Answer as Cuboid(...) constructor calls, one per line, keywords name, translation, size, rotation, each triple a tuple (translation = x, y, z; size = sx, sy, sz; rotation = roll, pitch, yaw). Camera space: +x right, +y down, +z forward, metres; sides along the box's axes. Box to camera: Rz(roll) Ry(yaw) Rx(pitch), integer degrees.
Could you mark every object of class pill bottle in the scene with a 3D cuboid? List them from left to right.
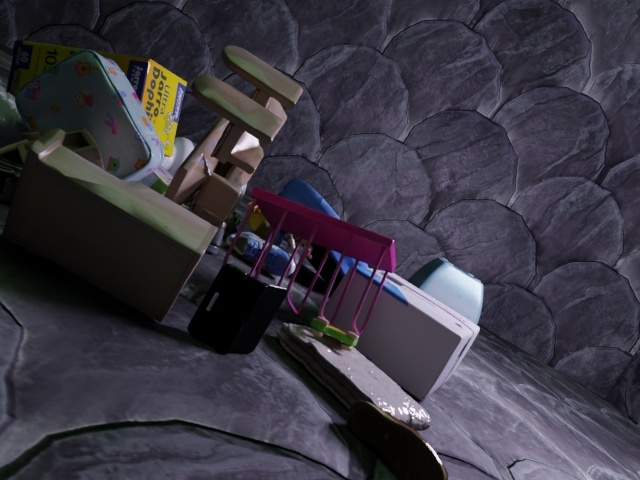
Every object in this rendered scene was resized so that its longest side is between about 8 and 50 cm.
Cuboid(name="pill bottle", translation=(-0.393, -0.204, 1.964), size=(0.318, 0.176, 0.176), rotation=(25, 8, -42))

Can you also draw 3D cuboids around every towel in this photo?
Cuboid(name="towel", translation=(0.057, 0.237, 1.156), size=(0.282, 0.049, 0.187), rotation=(36, 9, 39))

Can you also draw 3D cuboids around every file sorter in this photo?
Cuboid(name="file sorter", translation=(-0.020, 0.054, 1.296), size=(0.291, 0.182, 0.202), rotation=(21, -13, 13))

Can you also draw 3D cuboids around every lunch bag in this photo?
Cuboid(name="lunch bag", translation=(-0.472, -0.229, 1.326), size=(0.279, 0.224, 0.108), rotation=(60, 9, -2))

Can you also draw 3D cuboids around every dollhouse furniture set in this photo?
Cuboid(name="dollhouse furniture set", translation=(-0.260, -0.102, 1.036), size=(0.256, 0.362, 0.394), rotation=(32, 36, -8))

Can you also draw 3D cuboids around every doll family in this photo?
Cuboid(name="doll family", translation=(-0.135, -0.033, 1.766), size=(0.263, 0.163, 0.118), rotation=(40, 5, 28))

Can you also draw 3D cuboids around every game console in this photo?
Cuboid(name="game console", translation=(-0.125, 0.106, 0.991), size=(0.107, 0.122, 0.071), rotation=(30, 5, -3))

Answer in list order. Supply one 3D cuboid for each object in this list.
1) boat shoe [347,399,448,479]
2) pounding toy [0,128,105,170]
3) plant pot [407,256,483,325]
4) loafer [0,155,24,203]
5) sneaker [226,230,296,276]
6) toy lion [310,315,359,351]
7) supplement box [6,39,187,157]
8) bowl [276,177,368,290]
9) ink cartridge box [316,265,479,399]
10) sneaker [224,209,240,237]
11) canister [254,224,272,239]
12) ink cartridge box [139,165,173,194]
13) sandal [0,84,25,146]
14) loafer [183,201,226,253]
Cuboid(name="boat shoe", translation=(0.117, 0.290, 0.933), size=(0.178, 0.064, 0.060), rotation=(33, 8, 41))
Cuboid(name="pounding toy", translation=(-0.512, -0.138, 1.210), size=(0.181, 0.094, 0.206), rotation=(-19, 30, -22))
Cuboid(name="plant pot", translation=(0.399, 0.200, 2.152), size=(0.248, 0.252, 0.247), rotation=(31, 5, -2))
Cuboid(name="loafer", translation=(-0.501, -0.088, 1.042), size=(0.223, 0.076, 0.078), rotation=(33, 34, -34))
Cuboid(name="sneaker", translation=(-0.156, 0.038, 1.674), size=(0.211, 0.080, 0.081), rotation=(23, 8, 29))
Cuboid(name="toy lion", translation=(0.025, 0.170, 1.207), size=(0.100, 0.034, 0.096), rotation=(28, -3, -10))
Cuboid(name="supplement box", translation=(-0.533, -0.333, 1.546), size=(0.357, 0.194, 0.195), rotation=(11, 1, 13))
Cuboid(name="bowl", translation=(0.000, 0.000, 1.910), size=(0.391, 0.077, 0.391), rotation=(52, -12, 16))
Cuboid(name="ink cartridge box", translation=(0.200, 0.205, 1.543), size=(0.285, 0.166, 0.395), rotation=(33, 6, 18))
Cuboid(name="sneaker", translation=(-0.254, -0.052, 1.893), size=(0.066, 0.071, 0.188), rotation=(30, 6, -4))
Cuboid(name="canister", translation=(-0.179, -0.046, 1.956), size=(0.073, 0.126, 0.170), rotation=(30, 8, -6))
Cuboid(name="ink cartridge box", translation=(-0.449, -0.175, 1.513), size=(0.255, 0.097, 0.189), rotation=(45, 1, -3))
Cuboid(name="sandal", translation=(-0.691, -0.253, 1.349), size=(0.416, 0.102, 0.169), rotation=(42, 15, -27))
Cuboid(name="loafer", translation=(-0.297, -0.052, 1.614), size=(0.096, 0.084, 0.267), rotation=(26, 8, -37))
